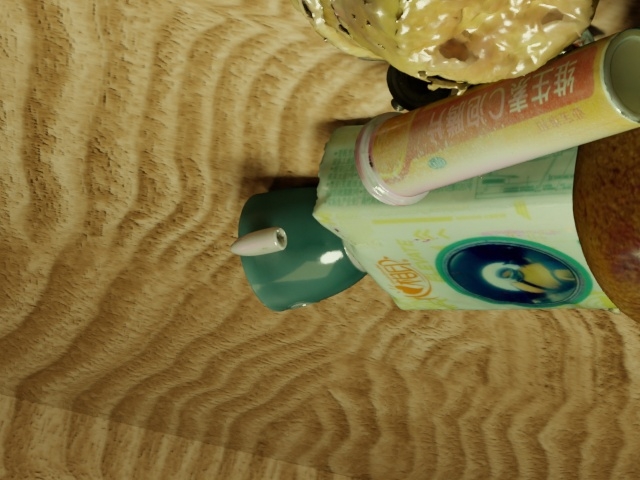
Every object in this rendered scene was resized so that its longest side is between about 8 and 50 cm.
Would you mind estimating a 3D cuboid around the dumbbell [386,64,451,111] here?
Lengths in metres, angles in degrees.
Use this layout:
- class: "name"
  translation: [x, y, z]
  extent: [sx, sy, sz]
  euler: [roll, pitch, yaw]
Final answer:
- class: "dumbbell"
  translation: [0.129, -0.200, 1.862]
  extent: [0.081, 0.082, 0.254]
  euler: [18, 157, -12]

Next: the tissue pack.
- class: "tissue pack"
  translation: [0.227, -0.032, 2.096]
  extent: [0.388, 0.162, 0.287]
  euler: [-2, 150, 30]

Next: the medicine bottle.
- class: "medicine bottle"
  translation: [0.191, -0.125, 1.721]
  extent: [0.108, 0.108, 0.426]
  euler: [24, 160, -25]

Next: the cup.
- class: "cup"
  translation: [0.000, 0.000, 2.291]
  extent: [0.173, 0.168, 0.299]
  euler: [-14, 173, 28]

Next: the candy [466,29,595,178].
- class: "candy"
  translation: [0.203, -0.150, 1.892]
  extent: [0.086, 0.059, 0.292]
  euler: [43, 129, -2]

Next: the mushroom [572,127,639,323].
- class: "mushroom"
  translation: [0.414, -0.082, 1.746]
  extent: [0.259, 0.346, 0.345]
  euler: [4, 156, 27]

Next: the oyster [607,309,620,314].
- class: "oyster"
  translation: [0.382, 0.046, 2.175]
  extent: [0.165, 0.108, 0.053]
  euler: [32, 169, 33]

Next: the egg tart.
- class: "egg tart"
  translation: [0.144, -0.247, 1.547]
  extent: [0.351, 0.150, 0.352]
  euler: [-11, 149, -6]
